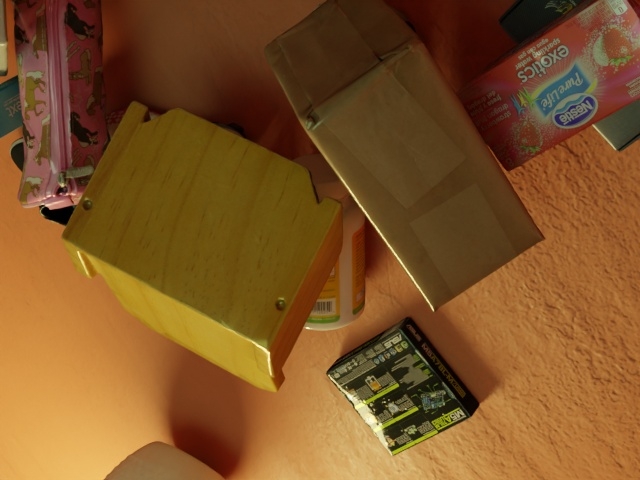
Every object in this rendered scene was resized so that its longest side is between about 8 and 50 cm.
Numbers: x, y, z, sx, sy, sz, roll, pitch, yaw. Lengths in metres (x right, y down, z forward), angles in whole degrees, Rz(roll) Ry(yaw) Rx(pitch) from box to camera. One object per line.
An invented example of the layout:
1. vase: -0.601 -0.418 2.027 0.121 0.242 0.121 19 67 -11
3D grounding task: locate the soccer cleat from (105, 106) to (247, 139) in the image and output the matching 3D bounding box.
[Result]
1. soccer cleat: -0.270 -0.139 1.892 0.331 0.143 0.116 5 119 31

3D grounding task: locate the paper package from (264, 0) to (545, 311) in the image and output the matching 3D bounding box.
1. paper package: 0.096 -0.126 1.495 0.168 0.309 0.325 -34 119 5

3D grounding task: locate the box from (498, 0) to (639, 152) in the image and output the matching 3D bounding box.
1. box: 0.361 -0.250 1.474 0.233 0.059 0.183 48 133 0

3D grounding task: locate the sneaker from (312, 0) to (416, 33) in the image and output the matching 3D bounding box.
1. sneaker: 0.084 -0.237 1.646 0.132 0.086 0.229 -18 105 36

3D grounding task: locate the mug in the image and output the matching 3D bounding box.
1. mug: -0.309 0.573 2.234 0.276 0.328 0.374 22 159 24

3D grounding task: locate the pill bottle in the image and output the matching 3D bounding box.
1. pill bottle: 0.000 0.000 1.806 0.136 0.136 0.246 15 124 25

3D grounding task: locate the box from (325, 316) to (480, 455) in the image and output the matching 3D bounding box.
1. box: 0.130 0.238 1.928 0.184 0.045 0.190 49 131 -5

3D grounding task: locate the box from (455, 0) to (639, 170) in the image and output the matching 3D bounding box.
1. box: 0.304 -0.203 1.414 0.257 0.128 0.123 -31 97 41

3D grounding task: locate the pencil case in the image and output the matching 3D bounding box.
1. pencil case: -0.397 -0.243 1.837 0.167 0.160 0.386 5 100 38

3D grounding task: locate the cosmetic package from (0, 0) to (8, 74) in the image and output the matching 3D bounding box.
1. cosmetic package: -0.575 -0.337 1.745 0.453 0.230 0.162 -170 78 -75

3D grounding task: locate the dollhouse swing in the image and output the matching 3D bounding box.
1. dollhouse swing: -0.147 0.023 1.779 0.346 0.305 0.315 26 87 16

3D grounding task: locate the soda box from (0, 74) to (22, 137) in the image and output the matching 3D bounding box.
1. soda box: -0.510 -0.219 1.954 0.071 0.210 0.067 -6 114 36

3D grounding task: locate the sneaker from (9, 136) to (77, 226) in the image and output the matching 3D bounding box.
1. sneaker: -0.461 -0.090 2.075 0.234 0.097 0.084 39 131 7
